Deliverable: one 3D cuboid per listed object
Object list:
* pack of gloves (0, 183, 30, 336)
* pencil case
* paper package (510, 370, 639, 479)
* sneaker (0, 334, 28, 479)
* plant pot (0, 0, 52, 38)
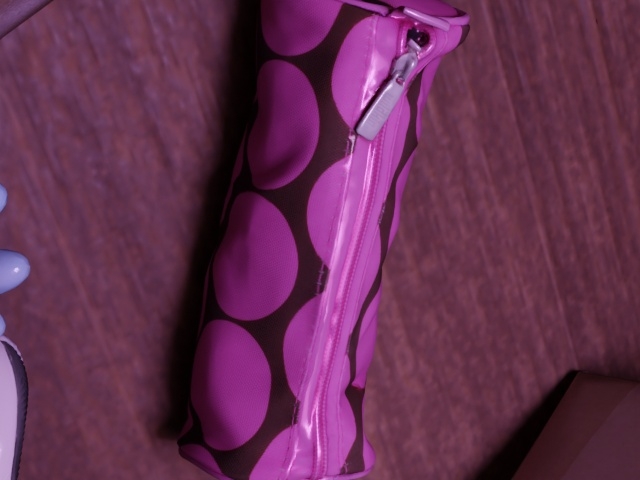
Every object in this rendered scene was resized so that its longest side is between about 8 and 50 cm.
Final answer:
[{"bbox_3d":[-0.215,-0.014,0.469,0.232,0.046,0.195,-19,116,11],"label":"pack of gloves"},{"bbox_3d":[0.000,0.000,0.652,0.095,0.098,0.209,3,103,-33],"label":"pencil case"},{"bbox_3d":[0.165,0.274,0.748,0.325,0.168,0.309,-52,127,-30],"label":"paper package"},{"bbox_3d":[-0.183,0.136,0.572,0.132,0.086,0.229,10,72,-24],"label":"sneaker"},{"bbox_3d":[-0.093,-0.155,0.517,0.165,0.167,0.167,-43,122,-6],"label":"plant pot"}]
